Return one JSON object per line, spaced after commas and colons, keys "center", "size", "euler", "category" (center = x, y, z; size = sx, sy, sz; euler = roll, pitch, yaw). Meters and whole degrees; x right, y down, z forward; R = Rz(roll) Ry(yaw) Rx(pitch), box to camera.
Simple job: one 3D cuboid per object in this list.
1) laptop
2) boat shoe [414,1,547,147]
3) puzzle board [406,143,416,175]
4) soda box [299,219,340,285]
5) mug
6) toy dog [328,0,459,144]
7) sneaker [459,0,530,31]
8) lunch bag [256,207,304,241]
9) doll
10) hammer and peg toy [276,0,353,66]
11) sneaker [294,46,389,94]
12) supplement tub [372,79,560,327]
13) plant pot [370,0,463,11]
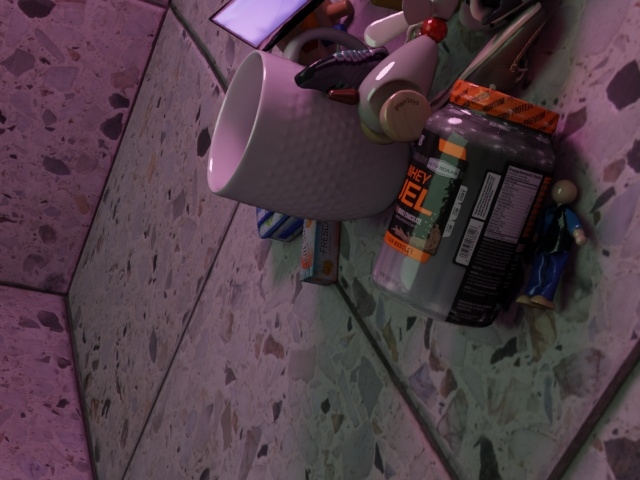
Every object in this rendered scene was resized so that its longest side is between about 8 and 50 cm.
{"center": [-0.065, -0.491, 1.786], "size": [0.234, 0.136, 0.264], "euler": [-46, 9, -17], "category": "laptop"}
{"center": [0.274, -0.254, 1.530], "size": [0.335, 0.095, 0.112], "euler": [-44, 6, 41], "category": "boat shoe"}
{"center": [0.187, -0.151, 1.711], "size": [0.128, 0.011, 0.096], "euler": [-48, 39, 42], "category": "puzzle board"}
{"center": [0.000, 0.000, 1.940], "size": [0.058, 0.062, 0.183], "euler": [-24, 58, 57], "category": "soda box"}
{"center": [-0.001, -0.221, 1.742], "size": [0.276, 0.327, 0.374], "euler": [-8, 67, 66], "category": "mug"}
{"center": [0.118, -0.312, 1.524], "size": [0.220, 0.160, 0.334], "euler": [136, 150, -61], "category": "toy dog"}
{"center": [0.266, -0.393, 1.491], "size": [0.235, 0.153, 0.094], "euler": [-4, 102, 59], "category": "sneaker"}
{"center": [-0.070, -0.103, 2.094], "size": [0.219, 0.090, 0.176], "euler": [-39, 48, 51], "category": "lunch bag"}
{"center": [0.336, 0.004, 1.323], "size": [0.129, 0.046, 0.189], "euler": [172, 115, -71], "category": "doll"}
{"center": [-0.040, -0.430, 1.983], "size": [0.127, 0.266, 0.362], "euler": [-13, 57, 29], "category": "hammer and peg toy"}
{"center": [0.056, -0.276, 1.610], "size": [0.083, 0.223, 0.098], "euler": [-26, 87, 50], "category": "sneaker"}
{"center": [0.223, -0.056, 1.390], "size": [0.207, 0.207, 0.338], "euler": [38, 112, 60], "category": "supplement tub"}
{"center": [0.188, -0.527, 1.682], "size": [0.187, 0.212, 0.212], "euler": [131, 143, -60], "category": "plant pot"}
